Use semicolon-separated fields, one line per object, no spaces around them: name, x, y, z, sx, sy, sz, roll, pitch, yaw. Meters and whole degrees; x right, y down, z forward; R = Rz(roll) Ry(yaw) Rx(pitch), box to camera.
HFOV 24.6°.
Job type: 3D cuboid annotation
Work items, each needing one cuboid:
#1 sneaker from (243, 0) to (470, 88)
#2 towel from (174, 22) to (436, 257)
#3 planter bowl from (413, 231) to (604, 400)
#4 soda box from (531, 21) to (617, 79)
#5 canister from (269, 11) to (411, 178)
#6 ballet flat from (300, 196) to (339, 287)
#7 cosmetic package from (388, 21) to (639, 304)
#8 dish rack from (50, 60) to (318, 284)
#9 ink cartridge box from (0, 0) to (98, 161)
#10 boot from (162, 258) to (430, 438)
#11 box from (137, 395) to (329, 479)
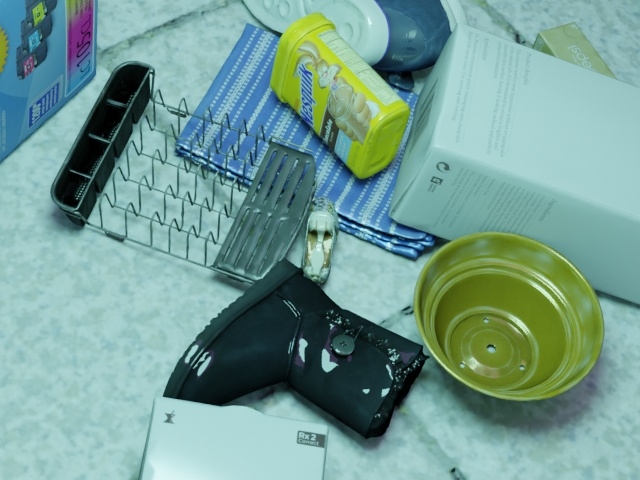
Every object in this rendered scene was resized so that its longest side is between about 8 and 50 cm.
sneaker;0.052;-0.324;1.917;0.236;0.130;0.323;-9;40;-41
towel;0.016;-0.131;1.807;0.336;0.040;0.243;23;54;5
planter bowl;0.201;0.103;1.651;0.217;0.090;0.217;5;56;-8
soda box;0.346;-0.197;1.910;0.061;0.058;0.181;-18;62;-22
canister;0.023;-0.170;1.743;0.073;0.126;0.170;-29;65;-29
ballet flat;0.000;0.000;1.691;0.041;0.041;0.114;8;74;-6
cosmetic package;0.299;-0.081;1.737;0.385;0.156;0.217;21;52;-6
dish rack;-0.146;-0.071;1.682;0.271;0.074;0.208;20;66;8
ink cartridge box;-0.421;-0.191;1.613;0.151;0.270;0.395;32;56;15
boot;-0.022;0.146;1.571;0.207;0.094;0.246;33;50;16
box;-0.095;0.270;1.456;0.180;0.119;0.182;10;54;-4
